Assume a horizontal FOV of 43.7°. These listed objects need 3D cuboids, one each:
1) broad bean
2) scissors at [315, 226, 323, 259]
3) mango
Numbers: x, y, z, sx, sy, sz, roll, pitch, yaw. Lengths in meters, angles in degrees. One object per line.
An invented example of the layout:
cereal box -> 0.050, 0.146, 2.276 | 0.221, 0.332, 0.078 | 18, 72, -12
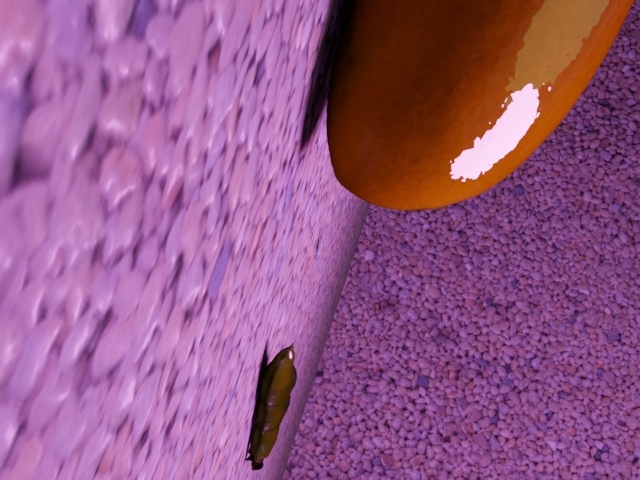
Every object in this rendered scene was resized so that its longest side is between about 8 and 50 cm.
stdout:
broad bean -> -0.063, 0.219, 1.073 | 0.060, 0.043, 0.298 | -56, 166, -41
scissors -> 0.000, 0.000, 1.246 | 0.083, 0.006, 0.036 | 99, 7, -60
mango -> 0.158, -0.228, 0.763 | 0.300, 0.232, 0.446 | 29, 88, -53
